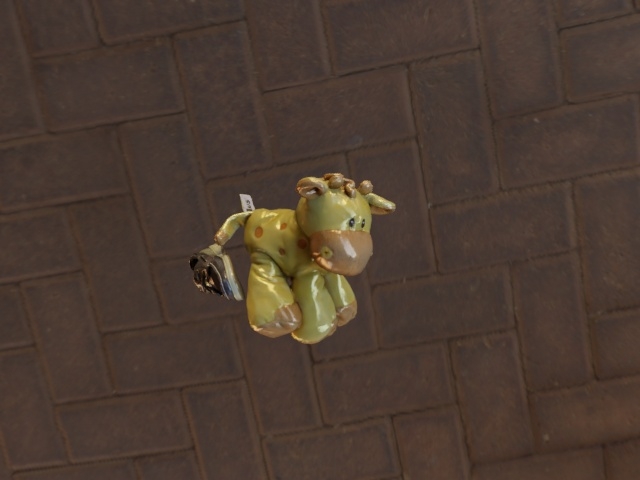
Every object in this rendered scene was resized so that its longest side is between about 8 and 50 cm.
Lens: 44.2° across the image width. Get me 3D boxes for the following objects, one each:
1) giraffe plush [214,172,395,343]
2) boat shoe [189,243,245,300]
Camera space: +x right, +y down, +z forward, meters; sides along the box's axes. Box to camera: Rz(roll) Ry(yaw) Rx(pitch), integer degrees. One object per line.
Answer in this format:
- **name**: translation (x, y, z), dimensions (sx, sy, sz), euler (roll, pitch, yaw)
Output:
- **giraffe plush**: translation (0.000, 0.000, 0.936), dimensions (0.170, 0.181, 0.210), euler (-32, 86, 38)
- **boat shoe**: translation (-0.124, 0.043, 0.925), dimensions (0.049, 0.152, 0.056), euler (-21, 104, -11)
